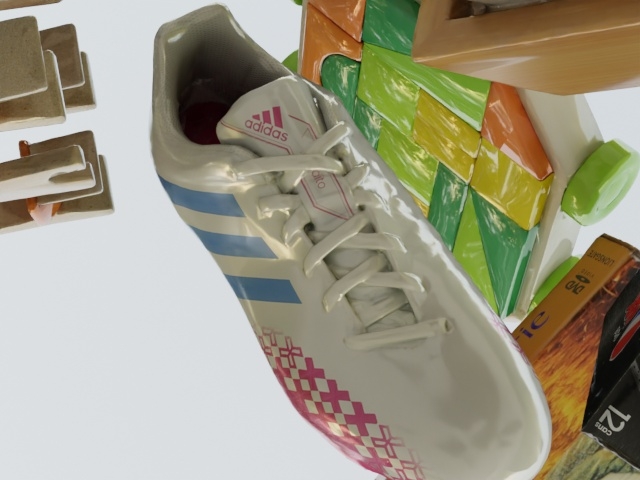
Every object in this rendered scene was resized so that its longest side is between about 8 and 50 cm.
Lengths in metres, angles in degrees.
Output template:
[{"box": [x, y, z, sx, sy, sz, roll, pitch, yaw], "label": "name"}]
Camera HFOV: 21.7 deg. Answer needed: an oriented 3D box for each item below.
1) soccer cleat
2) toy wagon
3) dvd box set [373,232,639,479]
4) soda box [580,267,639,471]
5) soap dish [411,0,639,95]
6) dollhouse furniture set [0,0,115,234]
[{"box": [0.000, 0.000, 0.901, 0.116, 0.143, 0.331, -30, -125, -19], "label": "soccer cleat"}, {"box": [0.075, -0.093, 1.054, 0.267, 0.344, 0.068, 40, -119, 22], "label": "toy wagon"}, {"box": [0.135, 0.250, 0.989, 0.307, 0.062, 0.420, 44, -91, -12], "label": "dvd box set"}, {"box": [0.135, 0.039, 0.600, 0.053, 0.169, 0.060, 35, -74, 5], "label": "soda box"}, {"box": [0.169, -0.194, 0.655, 0.229, 0.118, 0.290, -5, -120, 37], "label": "soap dish"}, {"box": [-0.221, -0.137, 0.986, 0.135, 0.262, 0.259, -11, -103, -2], "label": "dollhouse furniture set"}]
